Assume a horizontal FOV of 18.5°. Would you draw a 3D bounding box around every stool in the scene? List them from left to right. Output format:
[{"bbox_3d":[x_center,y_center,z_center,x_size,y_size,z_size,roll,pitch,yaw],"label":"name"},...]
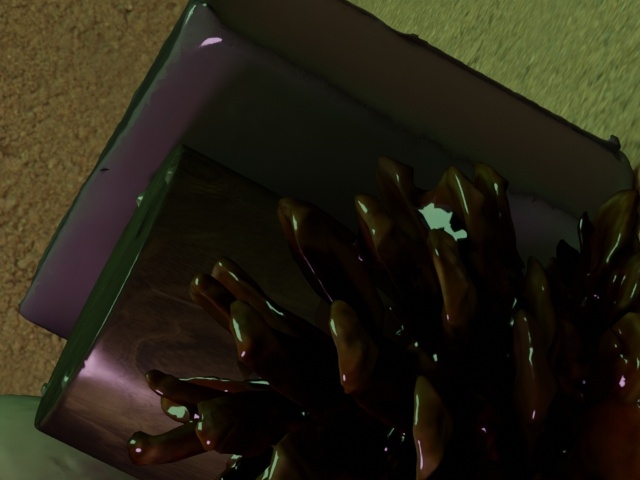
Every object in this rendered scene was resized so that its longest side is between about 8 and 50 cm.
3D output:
[{"bbox_3d":[-0.005,0.082,1.099,0.179,0.264,0.179,-59,11,18],"label":"stool"}]

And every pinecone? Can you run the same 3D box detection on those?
[{"bbox_3d":[0.045,0.078,0.878,0.264,0.264,0.264,-59,10,18],"label":"pinecone"}]

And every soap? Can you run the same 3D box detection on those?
[{"bbox_3d":[0.000,0.000,1.215,0.285,0.296,0.107,-52,14,38],"label":"soap"}]

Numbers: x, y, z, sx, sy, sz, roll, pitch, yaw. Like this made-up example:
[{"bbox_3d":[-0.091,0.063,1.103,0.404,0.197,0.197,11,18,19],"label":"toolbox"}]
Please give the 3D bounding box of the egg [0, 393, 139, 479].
[{"bbox_3d":[-0.176,0.305,1.209,0.355,0.354,0.340,-62,24,5],"label":"egg"}]
